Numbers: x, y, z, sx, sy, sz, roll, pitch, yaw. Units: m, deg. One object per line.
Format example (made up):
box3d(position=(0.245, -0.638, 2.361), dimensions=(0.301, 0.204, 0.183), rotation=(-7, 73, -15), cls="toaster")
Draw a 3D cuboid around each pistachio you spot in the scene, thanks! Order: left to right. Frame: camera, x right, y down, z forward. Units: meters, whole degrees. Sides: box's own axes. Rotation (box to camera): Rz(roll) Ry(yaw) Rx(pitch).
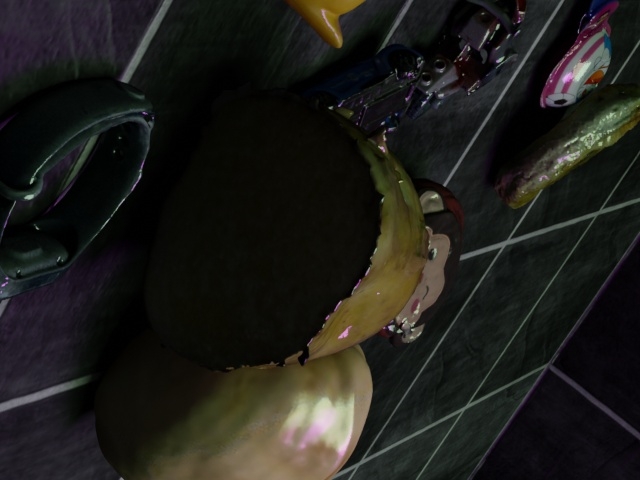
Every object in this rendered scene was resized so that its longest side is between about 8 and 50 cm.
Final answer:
box3d(position=(-0.091, 0.171, 1.891), dimensions=(0.321, 0.238, 0.229), rotation=(-13, 176, 29), cls="pistachio")

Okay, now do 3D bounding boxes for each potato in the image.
box3d(position=(0.000, 0.000, 1.732), dimensions=(0.237, 0.289, 0.301), rotation=(10, 114, -52), cls="potato")

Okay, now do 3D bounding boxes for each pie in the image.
box3d(position=(0.373, -0.137, 2.622), dimensions=(0.277, 0.078, 0.277), rotation=(-35, 173, -5), cls="pie")

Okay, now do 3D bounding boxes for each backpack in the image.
box3d(position=(0.107, 0.016, 2.292), dimensions=(0.229, 0.139, 0.229), rotation=(-37, 139, -42), cls="backpack")

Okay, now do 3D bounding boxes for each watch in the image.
box3d(position=(-0.227, -0.044, 1.463), dimensions=(0.193, 0.068, 0.206), rotation=(-60, 164, 16), cls="watch")

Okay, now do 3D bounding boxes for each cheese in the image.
box3d(position=(0.375, -0.272, 2.490), dimensions=(0.155, 0.062, 0.244), rotation=(-34, 155, -39), cls="cheese")

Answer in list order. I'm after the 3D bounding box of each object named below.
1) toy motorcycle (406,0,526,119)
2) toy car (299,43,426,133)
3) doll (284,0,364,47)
box3d(position=(0.177, -0.227, 2.058), dimensions=(0.213, 0.082, 0.122), rotation=(-45, 162, -23), cls="toy motorcycle")
box3d(position=(0.025, -0.145, 1.881), dimensions=(0.216, 0.063, 0.103), rotation=(-28, 152, -35), cls="toy car")
box3d(position=(0.031, -0.310, 1.423), dimensions=(0.269, 0.166, 0.162), rotation=(-50, 161, 6), cls="doll")
